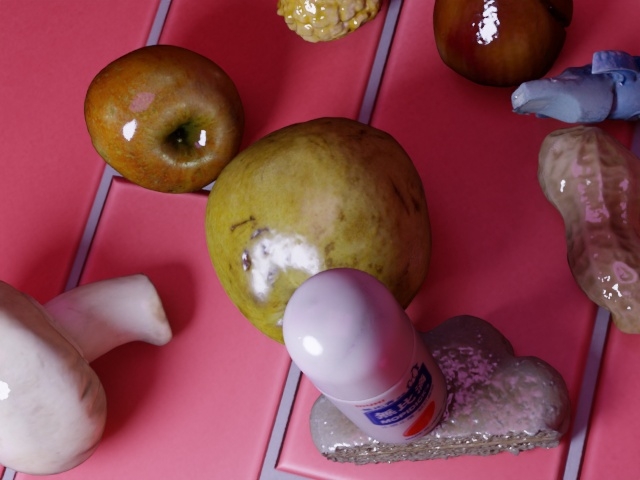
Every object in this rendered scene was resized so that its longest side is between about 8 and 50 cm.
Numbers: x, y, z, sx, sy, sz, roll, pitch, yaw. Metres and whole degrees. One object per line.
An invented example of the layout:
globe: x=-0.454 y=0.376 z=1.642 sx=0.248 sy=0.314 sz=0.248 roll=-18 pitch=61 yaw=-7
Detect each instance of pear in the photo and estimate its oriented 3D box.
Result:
pear: x=0.000 y=0.000 z=1.459 sx=0.304 sy=0.304 sz=0.303 roll=-6 pitch=69 yaw=17

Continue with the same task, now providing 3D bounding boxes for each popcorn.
popcorn: x=0.013 y=-0.387 z=1.689 sx=0.170 sy=0.180 sz=0.180 roll=-47 pitch=60 yaw=31

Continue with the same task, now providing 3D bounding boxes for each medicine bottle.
medicine bottle: x=0.054 y=0.132 z=1.260 sx=0.130 sy=0.341 sz=0.130 roll=-6 pitch=66 yaw=14

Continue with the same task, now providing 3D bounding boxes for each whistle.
whistle: x=0.380 y=-0.201 z=1.481 sx=0.269 sy=0.180 sz=0.093 roll=-4 pitch=78 yaw=-18

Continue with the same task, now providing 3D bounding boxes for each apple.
apple: x=-0.231 y=-0.179 z=1.645 sx=0.237 sy=0.237 sz=0.207 roll=-48 pitch=40 yaw=-2

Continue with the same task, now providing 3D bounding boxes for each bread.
bread: x=0.150 y=0.192 z=1.452 sx=0.338 sy=0.102 sz=0.183 roll=-8 pitch=69 yaw=15

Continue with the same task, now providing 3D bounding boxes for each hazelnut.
hazelnut: x=0.249 y=-0.318 z=1.543 sx=0.208 sy=0.208 sz=0.208 roll=-6 pitch=69 yaw=17

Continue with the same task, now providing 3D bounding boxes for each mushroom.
mushroom: x=-0.397 y=0.195 z=1.553 sx=0.315 sy=0.356 sz=0.315 roll=-40 pitch=43 yaw=51

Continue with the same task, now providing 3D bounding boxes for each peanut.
peanut: x=0.373 y=-0.021 z=1.439 sx=0.136 sy=0.120 sz=0.298 roll=-32 pitch=61 yaw=38
